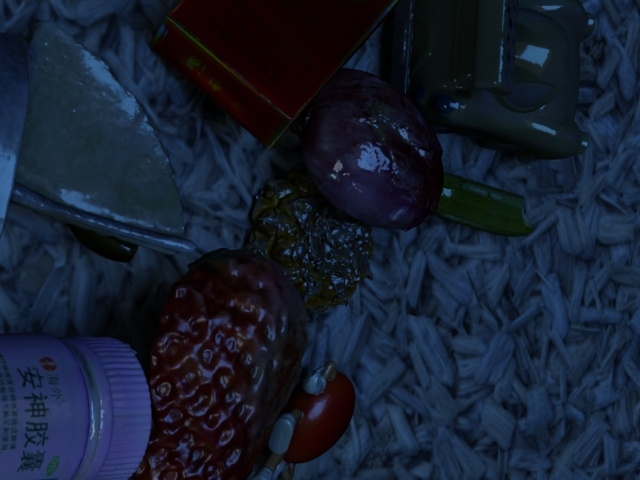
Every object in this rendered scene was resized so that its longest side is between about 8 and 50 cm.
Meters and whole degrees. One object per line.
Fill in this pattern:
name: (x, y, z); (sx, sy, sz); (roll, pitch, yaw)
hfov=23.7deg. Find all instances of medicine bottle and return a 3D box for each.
medicine bottle: (-0.340, 0.185, 1.591); (0.290, 0.178, 0.178); (4, 85, -43)

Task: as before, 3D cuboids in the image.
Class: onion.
onion: (0.093, -0.121, 2.010); (0.283, 0.120, 0.227); (26, 44, -44)

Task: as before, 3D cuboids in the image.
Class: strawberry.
strawberry: (-0.109, 0.179, 1.748); (0.265, 0.149, 0.336); (82, 21, -71)

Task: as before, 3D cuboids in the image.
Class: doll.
doll: (-0.019, 0.226, 1.923); (0.217, 0.085, 0.183); (-36, 154, -51)

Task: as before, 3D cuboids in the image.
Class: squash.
squash: (0.231, -0.050, 2.211); (0.239, 0.069, 0.069); (15, 77, -41)

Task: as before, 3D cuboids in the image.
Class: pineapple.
pineapple: (0.000, 0.000, 1.990); (0.225, 0.076, 0.225); (4, 85, -41)

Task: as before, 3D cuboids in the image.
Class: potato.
potato: (-0.237, -0.040, 1.773); (0.096, 0.066, 0.103); (34, 68, -9)

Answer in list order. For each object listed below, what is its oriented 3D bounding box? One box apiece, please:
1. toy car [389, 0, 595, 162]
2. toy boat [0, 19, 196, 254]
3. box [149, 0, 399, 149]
toy car: (0.275, -0.255, 2.158); (0.336, 0.226, 0.242); (10, 80, -41)
toy boat: (-0.299, -0.108, 1.681); (0.293, 0.111, 0.276); (-1, 75, -40)
box: (-0.040, -0.289, 1.913); (0.197, 0.089, 0.313); (40, 58, -2)
